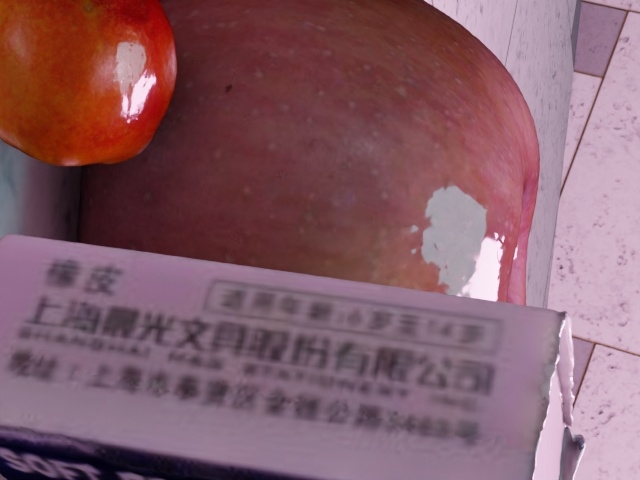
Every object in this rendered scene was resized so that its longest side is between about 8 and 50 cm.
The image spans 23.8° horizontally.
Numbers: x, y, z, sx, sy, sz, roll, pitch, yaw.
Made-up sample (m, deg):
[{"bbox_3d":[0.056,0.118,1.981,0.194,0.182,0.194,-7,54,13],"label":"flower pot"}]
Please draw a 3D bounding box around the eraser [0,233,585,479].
[{"bbox_3d":[-0.046,0.067,0.592,0.130,0.287,0.086,65,36,-60],"label":"eraser"}]

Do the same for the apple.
[{"bbox_3d":[0.000,0.000,0.825,0.306,0.235,0.305,2,90,-77],"label":"apple"}]

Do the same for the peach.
[{"bbox_3d":[-0.112,-0.088,0.685,0.101,0.101,0.100,3,90,-74],"label":"peach"}]
